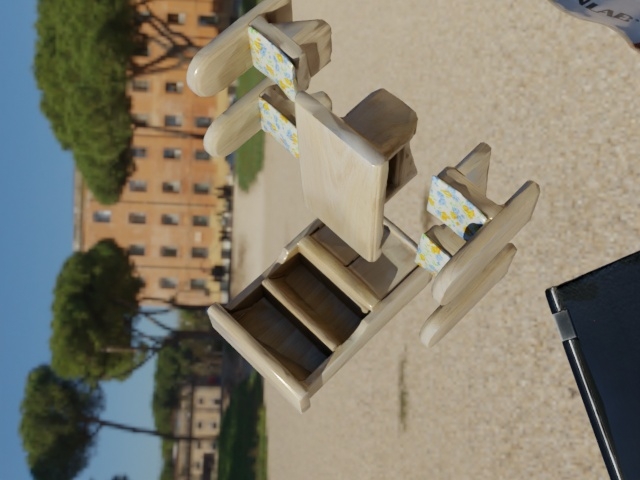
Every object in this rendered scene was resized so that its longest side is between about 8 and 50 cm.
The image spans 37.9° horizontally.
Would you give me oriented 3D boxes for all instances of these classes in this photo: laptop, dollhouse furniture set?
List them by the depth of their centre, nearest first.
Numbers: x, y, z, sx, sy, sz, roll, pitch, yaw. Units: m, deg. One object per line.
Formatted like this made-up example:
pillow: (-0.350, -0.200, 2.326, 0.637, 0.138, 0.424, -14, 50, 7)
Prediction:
laptop: (0.405, 0.190, 0.916, 0.408, 0.236, 0.382, 1, -111, -58)
dollhouse furniture set: (0.000, 0.000, 1.069, 0.256, 0.362, 0.394, -43, -20, -17)

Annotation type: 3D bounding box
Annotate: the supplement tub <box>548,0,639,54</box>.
supplement tub: (0.145, -0.258, 0.503, 0.316, 0.193, 0.193, 48, -175, -6)
